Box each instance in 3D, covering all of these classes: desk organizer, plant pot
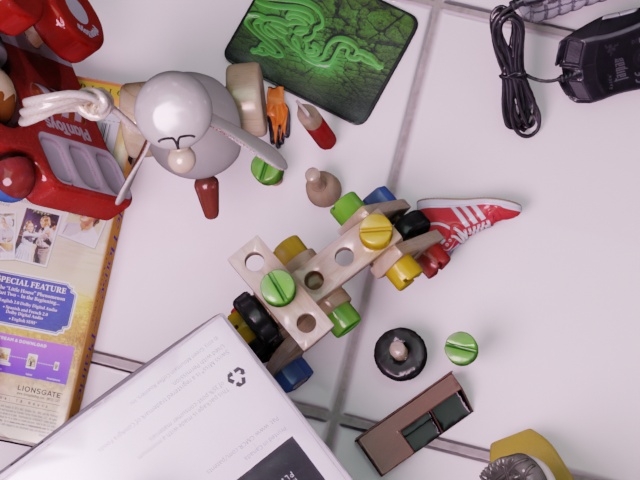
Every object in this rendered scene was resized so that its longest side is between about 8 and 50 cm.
[{"bbox_3d":[0.104,0.201,1.701,0.130,0.047,0.050,-35,81,-6],"label":"desk organizer"},{"bbox_3d":[0.221,0.253,1.672,0.081,0.081,0.083,-21,60,-3],"label":"plant pot"}]

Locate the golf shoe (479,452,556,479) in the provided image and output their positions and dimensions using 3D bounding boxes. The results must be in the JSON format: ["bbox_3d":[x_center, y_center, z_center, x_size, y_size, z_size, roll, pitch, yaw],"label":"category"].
[{"bbox_3d":[0.236,0.287,1.586,0.120,0.273,0.105,-33,49,-14],"label":"golf shoe"}]

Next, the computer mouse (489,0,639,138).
[{"bbox_3d":[0.309,-0.238,1.748,0.262,0.184,0.060,-20,34,2],"label":"computer mouse"}]

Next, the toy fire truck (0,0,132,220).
[{"bbox_3d":[-0.318,-0.148,1.601,0.169,0.302,0.254,-32,74,16],"label":"toy fire truck"}]

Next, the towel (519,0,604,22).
[{"bbox_3d":[0.296,-0.418,1.794,0.235,0.121,0.284,-20,78,-4],"label":"towel"}]

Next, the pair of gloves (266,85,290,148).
[{"bbox_3d":[-0.076,-0.141,1.798,0.083,0.010,0.074,-3,79,3],"label":"pair of gloves"}]

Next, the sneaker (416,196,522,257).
[{"bbox_3d":[0.167,-0.013,1.748,0.118,0.042,0.067,-1,74,9],"label":"sneaker"}]

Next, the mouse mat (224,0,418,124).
[{"bbox_3d":[0.001,-0.236,1.819,0.189,0.007,0.153,27,80,8],"label":"mouse mat"}]

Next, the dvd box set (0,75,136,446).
[{"bbox_3d":[-0.386,0.005,1.748,0.307,0.062,0.421,10,78,4],"label":"dvd box set"}]

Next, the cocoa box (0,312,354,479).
[{"bbox_3d":[-0.175,0.266,1.527,0.347,0.228,0.231,-37,90,-12],"label":"cocoa box"}]

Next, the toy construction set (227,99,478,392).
[{"bbox_3d":[0.000,0.000,1.638,0.257,0.237,0.309,-15,75,8],"label":"toy construction set"}]

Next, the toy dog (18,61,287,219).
[{"bbox_3d":[-0.136,-0.090,1.568,0.220,0.333,0.161,-8,96,22],"label":"toy dog"}]
